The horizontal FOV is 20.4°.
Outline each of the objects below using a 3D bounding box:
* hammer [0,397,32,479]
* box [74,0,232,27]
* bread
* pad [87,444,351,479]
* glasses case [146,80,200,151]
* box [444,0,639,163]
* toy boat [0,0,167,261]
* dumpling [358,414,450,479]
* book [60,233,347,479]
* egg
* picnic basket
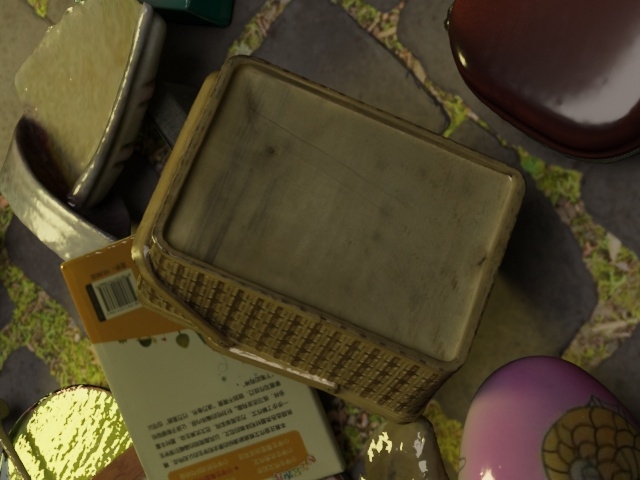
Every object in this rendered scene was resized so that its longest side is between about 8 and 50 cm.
[{"bbox_3d":[-0.327,0.263,1.928,0.060,0.028,0.195,-45,65,24],"label":"hammer"},{"bbox_3d":[-0.163,-0.359,1.894,0.153,0.092,0.245,7,88,28],"label":"box"},{"bbox_3d":[-0.256,0.269,1.922,0.228,0.033,0.229,-4,82,28],"label":"bread"},{"bbox_3d":[-0.091,0.306,1.817,0.286,0.018,0.284,-38,76,16],"label":"pad"},{"bbox_3d":[-0.108,-0.076,1.854,0.047,0.071,0.205,-43,68,22],"label":"glasses case"},{"bbox_3d":[0.292,-0.272,1.637,0.263,0.108,0.404,38,103,26],"label":"box"},{"bbox_3d":[-0.251,-0.128,1.885,0.276,0.111,0.294,29,106,52],"label":"toy boat"},{"bbox_3d":[0.111,0.331,1.694,0.166,0.086,0.332,-31,73,36],"label":"dumpling"},{"bbox_3d":[-0.119,0.125,1.778,0.208,0.020,0.295,-20,94,19],"label":"book"},{"bbox_3d":[0.215,0.237,1.586,0.196,0.196,0.271,-38,70,20],"label":"egg"},{"bbox_3d":[0.000,0.000,1.638,0.312,0.175,0.228,23,65,-2],"label":"picnic basket"}]
